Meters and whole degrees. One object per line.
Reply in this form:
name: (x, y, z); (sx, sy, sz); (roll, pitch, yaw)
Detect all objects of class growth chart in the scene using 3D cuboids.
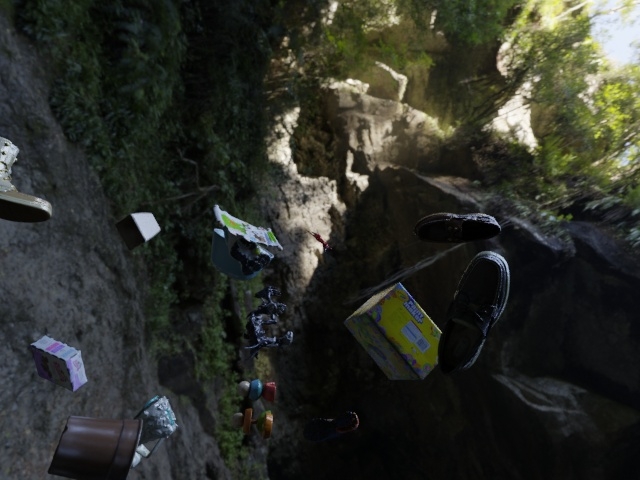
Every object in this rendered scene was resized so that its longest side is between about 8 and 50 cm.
growth chart: (-0.217, -0.033, 1.312); (0.021, 0.237, 0.172); (-56, -142, 11)

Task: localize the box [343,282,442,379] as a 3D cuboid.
box: (0.272, 0.344, 1.619); (0.290, 0.177, 0.279); (50, -22, 4)

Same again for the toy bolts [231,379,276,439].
toy bolts: (-0.278, 0.692, 1.813); (0.218, 0.158, 0.228); (135, -36, -76)

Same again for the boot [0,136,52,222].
boot: (-0.791, -0.158, 1.107); (0.095, 0.262, 0.203); (118, -20, -52)

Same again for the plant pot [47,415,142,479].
plant pot: (-0.536, 0.496, 1.049); (0.167, 0.165, 0.167); (-51, -153, 39)

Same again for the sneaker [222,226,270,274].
sneaker: (-0.239, 0.025, 1.420); (0.110, 0.107, 0.275); (54, -10, 28)

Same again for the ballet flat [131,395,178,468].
ballet flat: (-0.580, 0.623, 1.339); (0.409, 0.147, 0.147); (-40, -111, 24)

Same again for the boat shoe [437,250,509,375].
boat shoe: (0.250, 0.129, 0.730); (0.080, 0.073, 0.224); (23, -69, 24)

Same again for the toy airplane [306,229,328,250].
toy airplane: (0.000, 0.000, 1.868); (0.151, 0.028, 0.151); (44, 5, -5)

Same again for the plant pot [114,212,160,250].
plant pot: (-0.642, -0.042, 1.571); (0.109, 0.096, 0.109); (-23, -83, 33)

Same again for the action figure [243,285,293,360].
action figure: (-0.165, 0.264, 1.406); (0.276, 0.141, 0.164); (-83, 166, -59)

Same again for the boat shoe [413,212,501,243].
boat shoe: (0.340, -0.029, 1.096); (0.073, 0.207, 0.073); (-98, 180, -66)

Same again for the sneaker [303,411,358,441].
sneaker: (0.042, 0.697, 1.623); (0.087, 0.221, 0.083); (61, 18, -49)

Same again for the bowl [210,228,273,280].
bowl: (-0.396, 0.082, 2.099); (0.311, 0.311, 0.163); (30, -84, 51)

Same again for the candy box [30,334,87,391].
candy box: (-1.038, 0.489, 1.751); (0.196, 0.070, 0.165); (14, -62, 19)
